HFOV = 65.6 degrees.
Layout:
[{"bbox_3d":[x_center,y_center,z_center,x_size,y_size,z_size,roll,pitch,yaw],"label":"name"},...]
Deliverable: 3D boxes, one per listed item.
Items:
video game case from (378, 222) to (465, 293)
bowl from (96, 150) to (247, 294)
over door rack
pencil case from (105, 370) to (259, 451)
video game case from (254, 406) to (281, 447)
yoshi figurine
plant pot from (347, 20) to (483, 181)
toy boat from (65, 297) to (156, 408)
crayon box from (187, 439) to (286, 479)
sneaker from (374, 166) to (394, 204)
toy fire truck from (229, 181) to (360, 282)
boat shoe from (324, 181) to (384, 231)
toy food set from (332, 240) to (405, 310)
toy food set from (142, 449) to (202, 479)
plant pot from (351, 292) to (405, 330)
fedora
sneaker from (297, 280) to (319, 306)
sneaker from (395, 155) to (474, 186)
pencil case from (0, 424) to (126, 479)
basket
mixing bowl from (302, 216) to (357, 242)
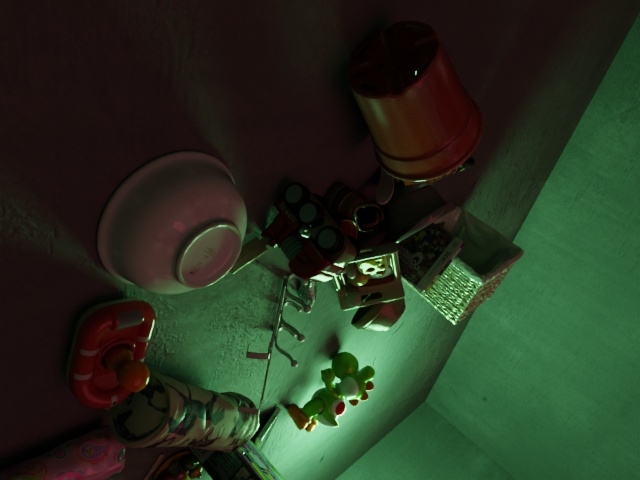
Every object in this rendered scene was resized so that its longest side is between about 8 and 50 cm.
[{"bbox_3d":[0.323,0.030,1.657,0.210,0.232,0.042,-50,149,-4],"label":"video game case"},{"bbox_3d":[-0.241,-0.006,0.924,0.297,0.134,0.298,-35,145,-29],"label":"bowl"},{"bbox_3d":[-0.106,0.276,1.322,0.324,0.108,0.240,-64,169,-54],"label":"over door rack"},{"bbox_3d":[-0.325,0.432,1.228,0.410,0.183,0.160,45,46,-57],"label":"pencil case"},{"bbox_3d":[-0.215,0.724,1.782,0.201,0.023,0.183,-67,170,22],"label":"video game case"},{"bbox_3d":[0.037,0.572,1.945,0.362,0.203,0.203,-36,108,-2],"label":"yoshi figurine"},{"bbox_3d":[0.201,-0.316,1.112,0.272,0.272,0.265,-51,143,-3],"label":"plant pot"},{"bbox_3d":[-0.384,0.234,0.955,0.151,0.151,0.231,-8,128,-51],"label":"toy boat"},{"bbox_3d":[-0.213,0.701,1.479,0.106,0.363,0.313,-45,149,-13],"label":"crayon box"},{"bbox_3d":[0.185,-0.148,1.415,0.070,0.050,0.134,79,20,-62],"label":"sneaker"},{"bbox_3d":[-0.073,0.017,1.125,0.246,0.217,0.158,-43,152,13],"label":"toy fire truck"},{"bbox_3d":[0.120,-0.065,1.395,0.111,0.104,0.307,-59,151,8],"label":"boat shoe"},{"bbox_3d":[0.142,0.120,1.523,0.219,0.093,0.306,-12,148,5],"label":"toy food set"},{"bbox_3d":[-0.421,0.698,1.477,0.128,0.071,0.218,-53,150,-1],"label":"toy food set"},{"bbox_3d":[0.225,0.240,1.764,0.237,0.109,0.237,-50,-179,1],"label":"plant pot"},{"bbox_3d":[0.277,-0.081,1.529,0.243,0.124,0.275,-27,172,-37],"label":"fedora"},{"bbox_3d":[-0.021,0.126,1.447,0.076,0.065,0.167,-36,148,-34],"label":"sneaker"},{"bbox_3d":[0.349,-0.251,1.532,0.147,0.145,0.384,-37,166,37],"label":"sneaker"},{"bbox_3d":[-0.552,0.488,1.024,0.284,0.124,0.124,-11,130,-51],"label":"pencil case"},{"bbox_3d":[0.526,0.086,1.921,0.328,0.331,0.267,-23,145,-41],"label":"basket"},{"bbox_3d":[0.000,0.000,1.302,0.181,0.098,0.181,-36,146,-29],"label":"mixing bowl"}]
